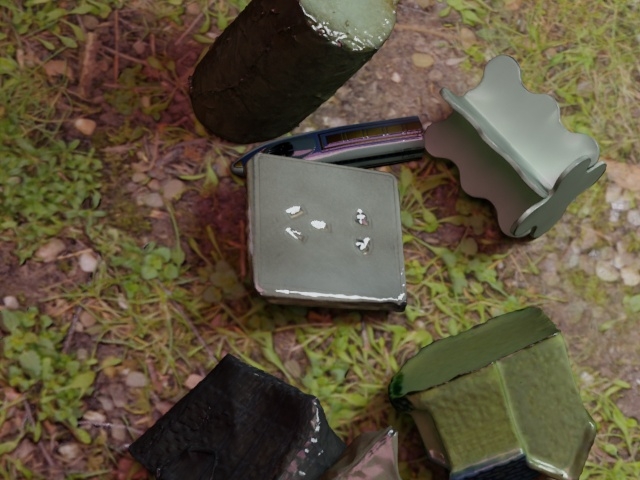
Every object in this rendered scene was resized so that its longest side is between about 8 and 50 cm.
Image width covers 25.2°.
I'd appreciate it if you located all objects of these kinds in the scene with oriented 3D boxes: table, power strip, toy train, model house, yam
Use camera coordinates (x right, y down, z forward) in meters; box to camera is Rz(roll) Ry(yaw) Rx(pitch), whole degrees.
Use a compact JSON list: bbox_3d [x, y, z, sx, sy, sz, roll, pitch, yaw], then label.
[{"bbox_3d":[0.240,-0.121,1.822,0.166,0.166,0.198,-35,70,-19],"label":"table"},{"bbox_3d":[0.000,0.000,1.788,0.213,0.064,0.198,7,64,-19],"label":"power strip"},{"bbox_3d":[0.008,-0.117,1.847,0.251,0.048,0.055,-10,67,-10],"label":"toy train"},{"bbox_3d":[0.206,0.209,1.691,0.214,0.195,0.189,-24,96,-1],"label":"model house"},{"bbox_3d":[-0.036,-0.244,1.790,0.168,0.304,0.168,12,62,-25],"label":"yam"}]

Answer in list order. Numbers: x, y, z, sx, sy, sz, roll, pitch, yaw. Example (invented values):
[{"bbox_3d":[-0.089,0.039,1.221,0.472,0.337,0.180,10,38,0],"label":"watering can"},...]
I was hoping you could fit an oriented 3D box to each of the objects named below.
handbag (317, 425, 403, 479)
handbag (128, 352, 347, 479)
[{"bbox_3d":[0.011,0.347,1.524,0.253,0.316,0.109,-39,58,-12],"label":"handbag"},{"bbox_3d":[-0.093,0.232,1.615,0.175,0.089,0.270,-42,35,-22],"label":"handbag"}]
